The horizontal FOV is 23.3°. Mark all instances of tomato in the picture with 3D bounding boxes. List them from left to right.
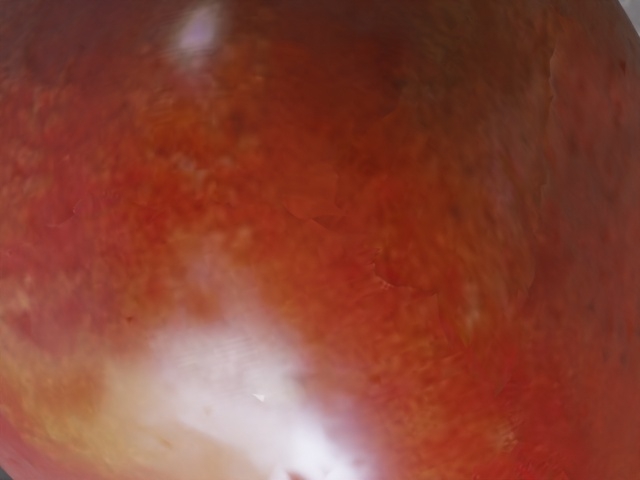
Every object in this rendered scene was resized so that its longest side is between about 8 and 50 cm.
[{"bbox_3d":[0.000,0.000,0.617,0.325,0.293,0.289,53,53,-45],"label":"tomato"}]
